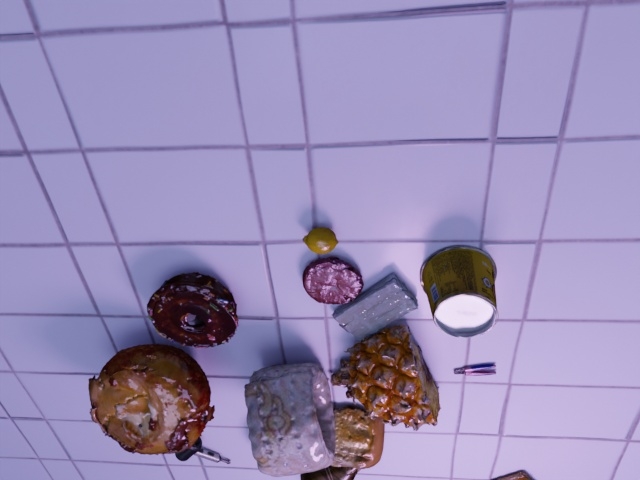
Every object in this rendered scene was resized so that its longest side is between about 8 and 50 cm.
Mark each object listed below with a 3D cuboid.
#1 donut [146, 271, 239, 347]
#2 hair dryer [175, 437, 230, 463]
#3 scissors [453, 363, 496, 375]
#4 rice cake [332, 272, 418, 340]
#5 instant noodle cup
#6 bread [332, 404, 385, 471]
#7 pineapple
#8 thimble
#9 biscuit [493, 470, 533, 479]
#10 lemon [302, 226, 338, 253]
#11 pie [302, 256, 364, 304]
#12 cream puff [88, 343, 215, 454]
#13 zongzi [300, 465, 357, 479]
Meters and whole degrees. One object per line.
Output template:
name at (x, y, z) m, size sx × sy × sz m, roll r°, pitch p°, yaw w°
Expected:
donut at (-0.319, 0.178, 1.365) m, size 0.235 × 0.089 × 0.235 m, roll 3°, pitch 126°, yaw 4°
hair dryer at (-0.386, 0.725, 1.815) m, size 0.198 × 0.057 × 0.100 m, roll 30°, pitch 125°, yaw -26°
scissors at (0.422, 0.356, 1.458) m, size 0.113 × 0.012 × 0.039 m, roll -7°, pitch 126°, yaw 12°
rice cake at (0.135, 0.174, 1.339) m, size 0.211 × 0.038 × 0.124 m, roll -31°, pitch 117°, yaw 27°
instant noodle cup at (0.321, 0.125, 1.215) m, size 0.182 × 0.144 × 0.182 m, roll 3°, pitch 127°, yaw 4°
bread at (0.104, 0.626, 1.611) m, size 0.174 × 0.133 × 0.251 m, roll 6°, pitch 122°, yaw 3°
pineapple at (0.154, 0.418, 1.414) m, size 0.286 × 0.209 × 0.344 m, roll -16°, pitch 125°, yaw 18°
thimble at (-0.075, 0.468, 1.435) m, size 0.195 × 0.291 × 0.291 m, roll -11°, pitch 125°, yaw 7°
biscuit at (0.684, 0.851, 1.791) m, size 0.131 × 0.026 × 0.237 m, roll -32°, pitch 118°, yaw 28°
lemon at (0.000, 0.000, 1.211) m, size 0.083 × 0.062 × 0.062 m, roll 6°, pitch 127°, yaw 7°
pie at (0.029, 0.101, 1.299) m, size 0.155 × 0.036 × 0.154 m, roll 3°, pitch 127°, yaw 4°
cream puff at (-0.451, 0.433, 1.484) m, size 0.351 × 0.228 × 0.350 m, roll 3°, pitch 104°, yaw 12°
zongzi at (0.084, 0.833, 1.809) m, size 0.241 × 0.111 × 0.247 m, roll -23°, pitch 129°, yaw 7°
